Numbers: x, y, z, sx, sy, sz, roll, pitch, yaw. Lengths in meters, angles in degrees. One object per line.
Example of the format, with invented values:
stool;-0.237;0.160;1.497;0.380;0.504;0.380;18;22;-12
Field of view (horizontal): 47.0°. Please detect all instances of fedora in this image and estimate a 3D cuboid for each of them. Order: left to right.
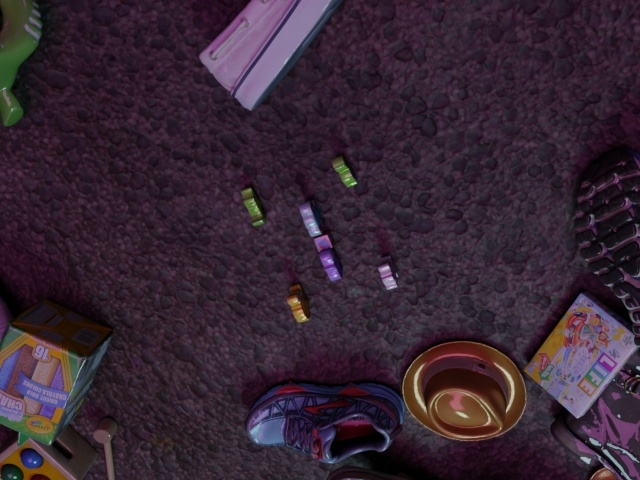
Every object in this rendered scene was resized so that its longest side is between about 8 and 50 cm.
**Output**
fedora;0.222;0.248;1.130;0.194;0.079;0.194;3;113;7

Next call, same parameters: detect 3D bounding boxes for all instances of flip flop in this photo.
flip flop;0.123;0.422;1.208;0.277;0.080;0.112;27;108;-22

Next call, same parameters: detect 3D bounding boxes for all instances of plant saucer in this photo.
plant saucer;0.473;0.392;1.185;0.083;0.013;0.083;3;113;7

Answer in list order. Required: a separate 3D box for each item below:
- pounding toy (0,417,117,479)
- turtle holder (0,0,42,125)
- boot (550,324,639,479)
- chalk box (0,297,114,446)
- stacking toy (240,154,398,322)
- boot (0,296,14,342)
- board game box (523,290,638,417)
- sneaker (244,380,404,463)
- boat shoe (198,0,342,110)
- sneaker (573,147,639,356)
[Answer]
pounding toy;-0.443;0.387;1.281;0.206;0.094;0.181;-38;102;21
turtle holder;-0.530;-0.253;0.958;0.320;0.243;0.227;-33;87;28
boot;0.496;0.258;1.085;0.263;0.091;0.229;29;114;-1
chalk box;-0.446;0.225;1.179;0.132;0.132;0.213;26;103;-2
stacking toy;0.000;0.000;1.078;0.167;0.052;0.221;-20;107;16
boot;-0.614;0.148;1.225;0.258;0.095;0.123;-25;88;20
board game box;0.380;0.165;1.067;0.103;0.026;0.154;43;119;31
sneaker;-0.002;0.289;1.155;0.262;0.125;0.104;-10;110;13
boat shoe;-0.038;-0.344;0.911;0.156;0.136;0.367;40;122;-5
sneaker;0.457;0.030;0.990;0.130;0.147;0.330;-21;92;51
